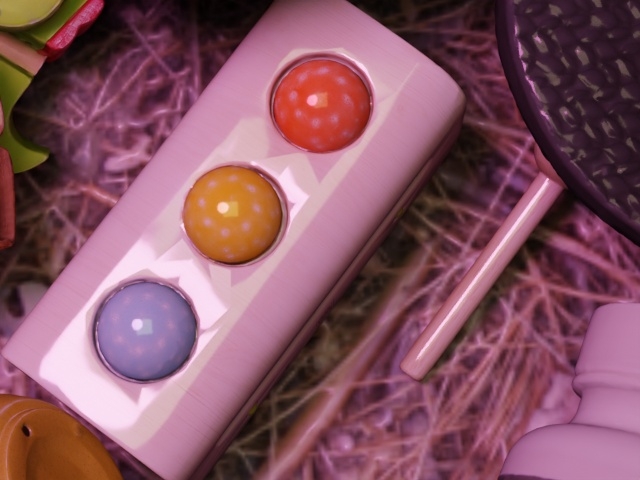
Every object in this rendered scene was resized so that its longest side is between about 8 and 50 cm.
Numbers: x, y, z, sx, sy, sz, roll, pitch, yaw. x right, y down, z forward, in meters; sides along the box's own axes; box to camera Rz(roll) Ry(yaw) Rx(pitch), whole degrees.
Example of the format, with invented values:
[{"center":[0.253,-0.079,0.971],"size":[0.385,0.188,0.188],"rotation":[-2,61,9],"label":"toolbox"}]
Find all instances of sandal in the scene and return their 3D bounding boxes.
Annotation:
[{"center":[0.274,-0.019,1.027],"size":[0.445,0.107,0.167],"rotation":[29,70,-12],"label":"sandal"}]

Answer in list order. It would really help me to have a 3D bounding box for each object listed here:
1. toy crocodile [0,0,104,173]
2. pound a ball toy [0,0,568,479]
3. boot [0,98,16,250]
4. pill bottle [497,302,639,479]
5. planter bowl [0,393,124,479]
[{"center":[-0.136,-0.200,1.097],"size":[0.105,0.115,0.340],"rotation":[31,81,-11],"label":"toy crocodile"},{"center":[0.000,0.000,1.033],"size":[0.208,0.136,0.319],"rotation":[36,81,9],"label":"pound a ball toy"},{"center":[-0.295,-0.088,1.036],"size":[0.220,0.109,0.283],"rotation":[-19,80,24],"label":"boot"},{"center":[0.162,0.202,0.960],"size":[0.176,0.176,0.318],"rotation":[17,78,6],"label":"pill bottle"},{"center":[-0.160,0.149,0.953],"size":[0.090,0.217,0.217],"rotation":[-29,76,26],"label":"planter bowl"}]
